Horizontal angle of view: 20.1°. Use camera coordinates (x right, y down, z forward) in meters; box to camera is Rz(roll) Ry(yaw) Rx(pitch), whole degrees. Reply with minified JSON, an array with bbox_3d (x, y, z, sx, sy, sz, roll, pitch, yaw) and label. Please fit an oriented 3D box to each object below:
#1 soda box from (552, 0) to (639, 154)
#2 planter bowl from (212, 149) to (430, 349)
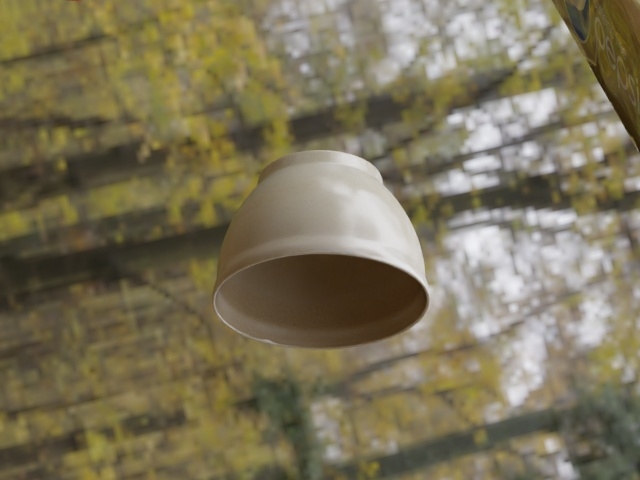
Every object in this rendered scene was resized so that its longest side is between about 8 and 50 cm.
[{"bbox_3d":[0.116,-0.075,0.572,0.181,0.061,0.058,-105,-176,-55],"label":"soda box"},{"bbox_3d":[0.000,0.000,1.364,0.162,0.162,0.109,100,-9,-62],"label":"planter bowl"}]
